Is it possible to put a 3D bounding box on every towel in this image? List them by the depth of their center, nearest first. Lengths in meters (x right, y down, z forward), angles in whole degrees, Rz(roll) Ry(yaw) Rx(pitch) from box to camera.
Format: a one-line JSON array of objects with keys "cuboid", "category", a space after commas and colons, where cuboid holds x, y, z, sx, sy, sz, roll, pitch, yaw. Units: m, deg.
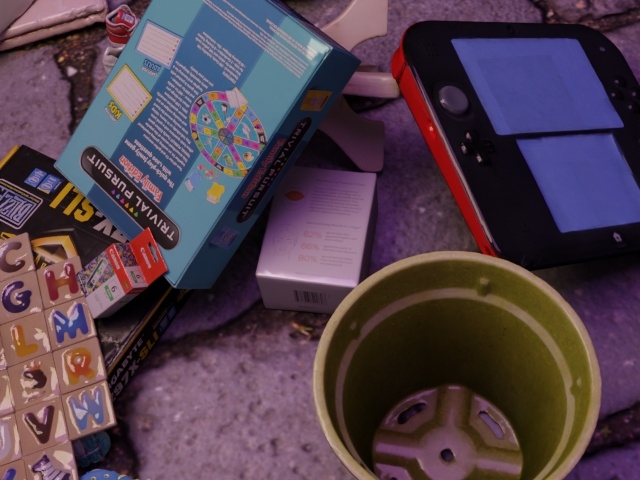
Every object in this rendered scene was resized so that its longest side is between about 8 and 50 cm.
[{"cuboid": [-0.521, -0.431, 1.611, 0.317, 0.053, 0.331, -19, 59, -5], "category": "towel"}]

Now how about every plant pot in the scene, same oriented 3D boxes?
[{"cuboid": [0.138, 0.192, 1.064, 0.276, 0.254, 0.276, -2, 60, 3], "category": "plant pot"}]

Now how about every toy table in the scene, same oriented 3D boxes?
[{"cuboid": [0.009, -0.219, 1.344, 0.161, 0.252, 0.274, -1, 26, -6], "category": "toy table"}]

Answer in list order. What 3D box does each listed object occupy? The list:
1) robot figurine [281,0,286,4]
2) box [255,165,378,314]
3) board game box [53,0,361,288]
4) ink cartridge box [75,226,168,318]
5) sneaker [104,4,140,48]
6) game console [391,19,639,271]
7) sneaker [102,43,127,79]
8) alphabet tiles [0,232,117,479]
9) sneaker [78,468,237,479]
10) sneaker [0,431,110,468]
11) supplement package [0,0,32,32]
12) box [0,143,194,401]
[{"cuboid": [-0.100, -0.457, 1.518, 0.278, 0.173, 0.209, -2, 51, 3], "category": "robot figurine"}, {"cuboid": [0.000, 0.000, 1.284, 0.130, 0.091, 0.170, 7, 60, 9], "category": "box"}, {"cuboid": [-0.146, -0.150, 1.206, 0.254, 0.079, 0.336, 42, 107, 25], "category": "board game box"}, {"cuboid": [-0.238, 0.039, 1.186, 0.115, 0.029, 0.063, -36, 73, 29], "category": "ink cartridge box"}, {"cuboid": [-0.269, -0.323, 1.515, 0.118, 0.067, 0.042, -1, 60, 4], "category": "sneaker"}, {"cuboid": [0.293, -0.130, 1.244, 0.387, 0.060, 0.342, -7, 61, -33], "category": "game console"}, {"cuboid": [-0.251, -0.271, 1.487, 0.152, 0.061, 0.053, -13, 57, -5], "category": "sneaker"}, {"cuboid": [-0.400, 0.162, 1.188, 0.285, 0.011, 0.342, -19, 63, -1], "category": "alphabet tiles"}, {"cuboid": [-0.207, 0.296, 1.126, 0.240, 0.091, 0.126, -23, 59, -8], "category": "sneaker"}, {"cuboid": [-0.336, 0.247, 1.194, 0.166, 0.065, 0.076, -17, 42, -8], "category": "sneaker"}, {"cuboid": [-0.579, -0.452, 1.496, 0.293, 0.175, 0.177, 25, 63, 20], "category": "supplement package"}, {"cuboid": [-0.340, 0.041, 1.300, 0.322, 0.079, 0.257, 25, 63, 19], "category": "box"}]
